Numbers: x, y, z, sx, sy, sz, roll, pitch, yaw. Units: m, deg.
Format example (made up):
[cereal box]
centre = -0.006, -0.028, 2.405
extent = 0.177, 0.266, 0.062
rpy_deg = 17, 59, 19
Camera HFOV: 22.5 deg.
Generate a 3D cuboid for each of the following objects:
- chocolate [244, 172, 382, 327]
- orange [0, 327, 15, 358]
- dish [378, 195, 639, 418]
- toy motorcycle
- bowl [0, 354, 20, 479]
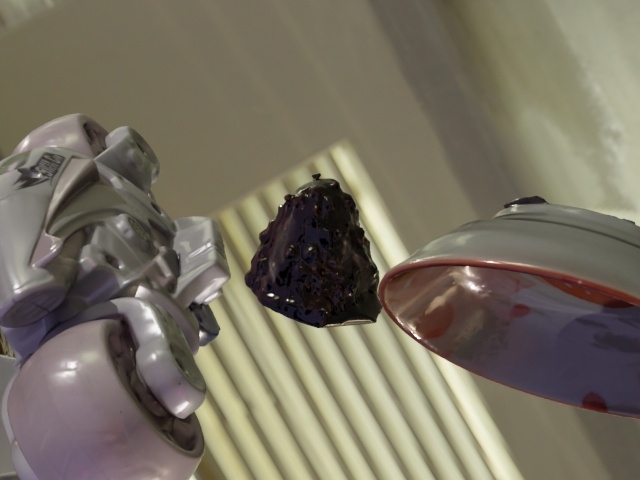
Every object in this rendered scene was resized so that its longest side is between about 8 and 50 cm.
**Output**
[chocolate]
centre = 0.000, 0.000, 1.703
extent = 0.156, 0.156, 0.133
rpy_deg = 44, 131, 49
[orange]
centre = -0.369, 0.119, 1.280
extent = 0.264, 0.264, 0.264
rpy_deg = 55, 166, 21
[dish]
centre = 0.176, 0.037, 1.104
extent = 0.260, 0.085, 0.260
rpy_deg = 18, 161, 6
[toy motorcycle]
centre = -0.100, 0.012, 0.649
extent = 0.254, 0.112, 0.112
rpy_deg = -111, -1, -59
[bowl]
centre = -0.266, 0.160, 0.976
extent = 0.287, 0.286, 0.144
rpy_deg = -149, 67, -64
